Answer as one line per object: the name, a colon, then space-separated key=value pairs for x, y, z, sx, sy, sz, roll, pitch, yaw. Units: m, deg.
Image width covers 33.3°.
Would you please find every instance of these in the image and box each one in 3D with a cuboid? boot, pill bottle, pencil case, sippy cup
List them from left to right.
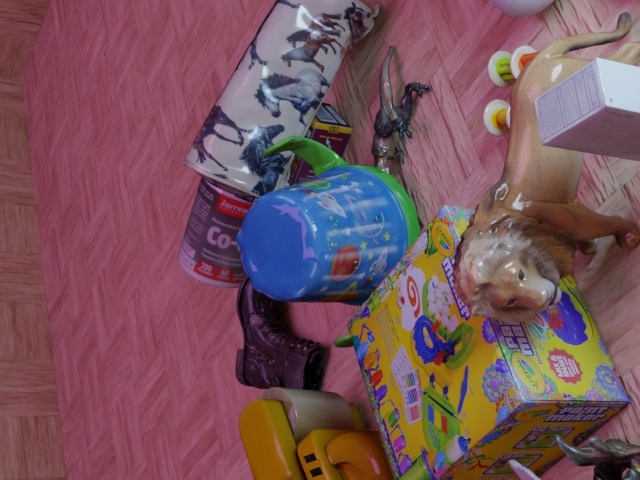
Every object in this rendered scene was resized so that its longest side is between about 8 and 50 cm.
pill bottle: x=-0.170 y=-0.063 z=2.107 sx=0.161 sy=0.161 sz=0.283 roll=53 pitch=130 yaw=50
pencil case: x=-0.059 y=-0.259 z=1.818 sx=0.410 sy=0.183 sz=0.160 roll=-61 pitch=12 yaw=-1
boot: x=-0.064 y=0.185 z=1.981 sx=0.229 sy=0.091 sz=0.263 roll=9 pitch=98 yaw=55
sippy cup: x=0.000 y=0.000 z=1.669 sx=0.305 sy=0.224 sz=0.240 roll=38 pitch=116 yaw=29

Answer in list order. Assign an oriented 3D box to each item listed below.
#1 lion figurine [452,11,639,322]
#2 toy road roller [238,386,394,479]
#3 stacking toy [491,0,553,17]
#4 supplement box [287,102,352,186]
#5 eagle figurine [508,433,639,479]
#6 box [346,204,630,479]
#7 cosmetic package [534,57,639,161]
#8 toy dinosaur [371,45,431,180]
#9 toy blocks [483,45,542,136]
lion figurine: x=0.271 y=-0.096 z=1.266 sx=0.142 sy=0.240 sz=0.392 roll=0 pitch=85 yaw=60
toy road roller: x=0.044 y=0.341 z=1.651 sx=0.240 sy=0.202 sz=0.329 roll=-47 pitch=51 yaw=30
stacking toy: x=0.283 y=-0.517 z=1.341 sx=0.350 sy=0.350 sz=0.480 roll=-130 pitch=33 yaw=-51
supplement box: x=-0.025 y=-0.149 z=1.949 sx=0.104 sy=0.081 sz=0.188 roll=54 pitch=131 yaw=48
eagle figurine: x=0.330 y=0.365 z=1.155 sx=0.225 sy=0.226 sz=0.298 roll=-2 pitch=78 yaw=40
box: x=0.204 y=0.157 z=1.408 sx=0.279 sy=0.177 sz=0.290 roll=-54 pitch=41 yaw=42
cosmetic package: x=0.352 y=-0.130 z=1.132 sx=0.099 sy=0.239 sz=0.060 roll=-31 pitch=59 yaw=54
toy dinosaur: x=0.121 y=-0.201 z=1.729 sx=0.118 sy=0.064 sz=0.268 roll=167 pitch=109 yaw=-66
toy blocks: x=0.287 y=-0.203 z=1.441 sx=0.148 sy=0.054 sz=0.123 roll=7 pitch=92 yaw=60
